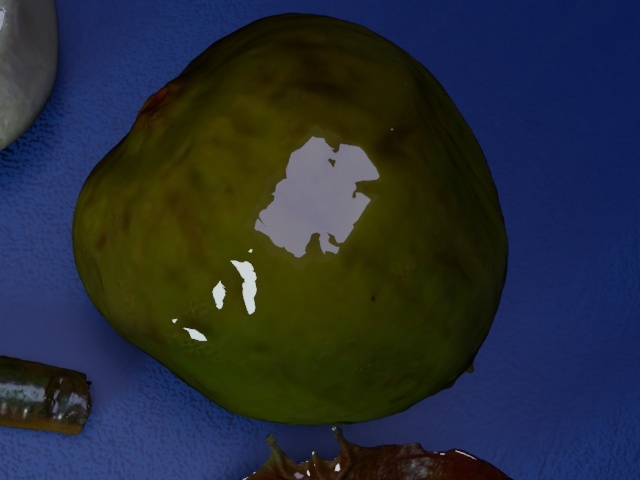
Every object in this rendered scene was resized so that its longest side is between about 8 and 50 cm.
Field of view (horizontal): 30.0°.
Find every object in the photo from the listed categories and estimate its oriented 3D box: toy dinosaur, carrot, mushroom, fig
[{"bbox_3d":[-0.002,0.238,0.962,0.327,0.207,0.113,9,35,-13],"label":"toy dinosaur"},{"bbox_3d":[-0.319,0.111,1.002,0.260,0.070,0.070,13,77,-8],"label":"carrot"},{"bbox_3d":[-0.335,-0.177,0.992,0.246,0.202,0.246,2,83,-19],"label":"mushroom"},{"bbox_3d":[-0.009,-0.002,0.958,0.343,0.343,0.343,2,78,-9],"label":"fig"}]
